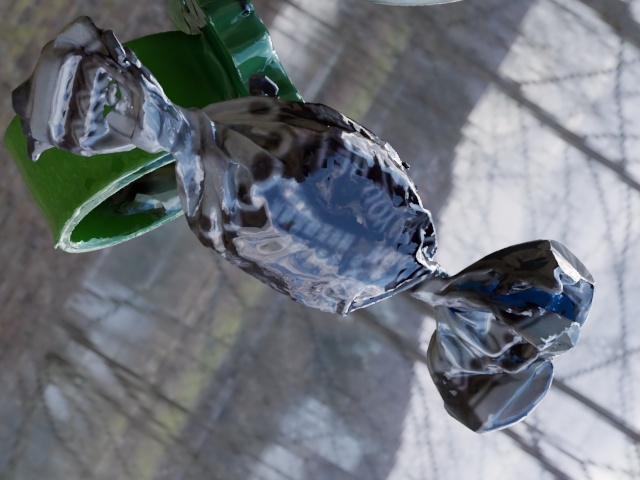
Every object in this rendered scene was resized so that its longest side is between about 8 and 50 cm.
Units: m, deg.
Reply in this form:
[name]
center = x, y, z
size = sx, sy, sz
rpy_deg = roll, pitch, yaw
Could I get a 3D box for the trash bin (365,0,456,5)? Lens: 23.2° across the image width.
[trash bin]
center = 0.034, -0.346, 0.801
size = 0.280, 0.280, 0.432
rpy_deg = -60, 158, -20

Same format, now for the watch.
[watch]
center = -0.097, -0.069, 0.848
size = 0.152, 0.131, 0.165
rpy_deg = -27, 171, -5

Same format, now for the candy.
[candy]
center = 0.000, 0.000, 0.499
size = 0.094, 0.226, 0.051
rpy_deg = -33, -142, 33
